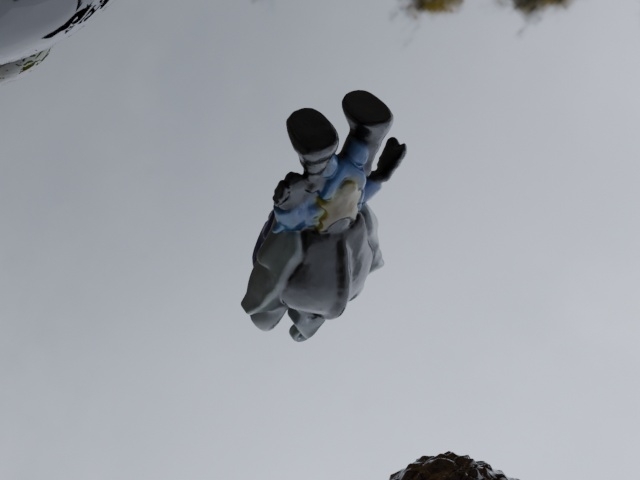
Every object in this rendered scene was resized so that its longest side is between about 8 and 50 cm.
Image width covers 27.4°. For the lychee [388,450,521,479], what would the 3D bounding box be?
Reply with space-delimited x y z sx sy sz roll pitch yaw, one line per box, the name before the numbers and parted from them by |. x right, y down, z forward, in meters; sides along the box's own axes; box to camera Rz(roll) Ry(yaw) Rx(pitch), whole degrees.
lychee | 0.134 0.324 1.174 0.260 0.260 0.260 -35 -149 25

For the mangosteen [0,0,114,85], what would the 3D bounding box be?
mangosteen | -0.109 -0.113 0.361 0.152 0.152 0.152 -35 -149 25

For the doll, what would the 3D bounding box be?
doll | 0.000 0.000 0.761 0.096 0.195 0.070 -19 -126 -24
